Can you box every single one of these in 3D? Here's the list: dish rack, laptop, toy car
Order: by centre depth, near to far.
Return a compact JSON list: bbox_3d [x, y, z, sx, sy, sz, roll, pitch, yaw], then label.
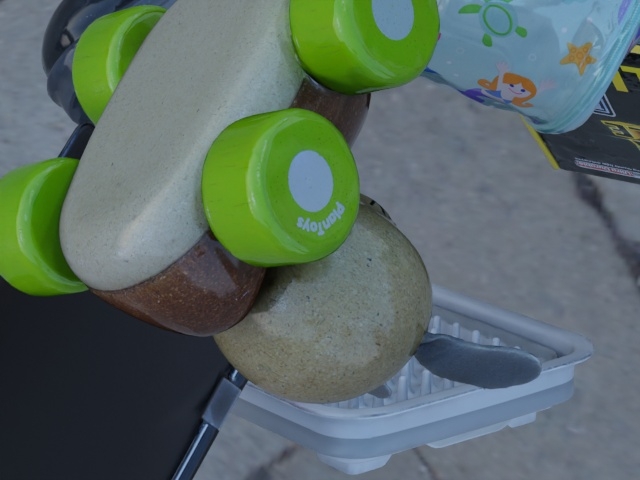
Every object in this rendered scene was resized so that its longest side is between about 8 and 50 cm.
[{"bbox_3d":[0.000,0.000,0.724,0.188,0.155,0.149,44,57,-31],"label":"toy car"},{"bbox_3d":[-0.232,0.164,1.118,0.236,0.408,0.382,39,69,-26],"label":"laptop"},{"bbox_3d":[0.025,0.102,1.558,0.285,0.333,0.072,-11,108,-37],"label":"dish rack"}]

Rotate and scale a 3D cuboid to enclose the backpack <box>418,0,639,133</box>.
[{"bbox_3d":[0.132,-0.176,0.923,0.191,0.225,0.253,27,99,-10],"label":"backpack"}]

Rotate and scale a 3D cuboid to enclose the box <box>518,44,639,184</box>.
[{"bbox_3d":[0.298,-0.109,1.437,0.257,0.322,0.079,49,58,-57],"label":"box"}]

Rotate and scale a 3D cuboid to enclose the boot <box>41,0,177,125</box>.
[{"bbox_3d":[-0.181,-0.330,1.421,0.367,0.146,0.445,-35,77,-33],"label":"boot"}]
